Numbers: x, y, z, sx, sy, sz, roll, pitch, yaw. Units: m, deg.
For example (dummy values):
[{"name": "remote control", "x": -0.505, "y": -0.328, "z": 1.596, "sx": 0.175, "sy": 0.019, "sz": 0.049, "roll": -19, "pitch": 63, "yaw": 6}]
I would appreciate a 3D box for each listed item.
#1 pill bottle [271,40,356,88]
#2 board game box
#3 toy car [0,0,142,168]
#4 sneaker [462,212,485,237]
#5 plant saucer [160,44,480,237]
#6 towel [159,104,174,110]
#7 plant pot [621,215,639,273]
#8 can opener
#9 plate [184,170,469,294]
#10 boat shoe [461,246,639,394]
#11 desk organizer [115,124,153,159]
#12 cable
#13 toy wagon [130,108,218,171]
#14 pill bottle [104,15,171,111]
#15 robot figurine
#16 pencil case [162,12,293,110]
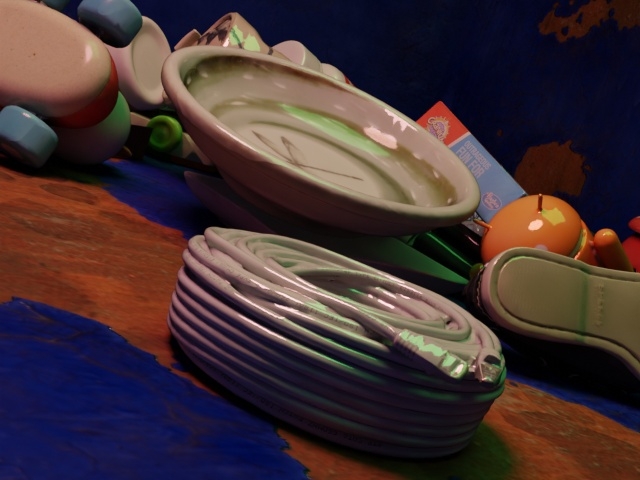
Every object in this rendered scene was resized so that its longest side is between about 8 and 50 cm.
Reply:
[{"name": "pill bottle", "x": 0.009, "y": -0.181, "z": 1.705, "sx": 0.283, "sy": 0.161, "sz": 0.161, "roll": 42, "pitch": -5, "yaw": -36}, {"name": "board game box", "x": 0.279, "y": -0.034, "z": 1.492, "sx": 0.316, "sy": 0.064, "sz": 0.242, "roll": 38, "pitch": 14, "yaw": -42}, {"name": "toy car", "x": -0.319, "y": -0.171, "z": 1.295, "sx": 0.210, "sy": 0.219, "sz": 0.238, "roll": 23, "pitch": -19, "yaw": 21}, {"name": "sneaker", "x": 0.253, "y": -0.039, "z": 1.788, "sx": 0.104, "sy": 0.125, "sz": 0.262, "roll": 18, "pitch": 10, "yaw": -17}, {"name": "plant saucer", "x": -0.009, "y": -0.099, "z": 1.251, "sx": 0.400, "sy": 0.100, "sz": 0.400, "roll": 21, "pitch": 24, "yaw": -10}, {"name": "towel", "x": -0.177, "y": -0.227, "z": 1.825, "sx": 0.370, "sy": 0.040, "sz": 0.271, "roll": 14, "pitch": 11, "yaw": -39}, {"name": "plant pot", "x": 0.554, "y": 0.063, "z": 1.701, "sx": 0.191, "sy": 0.174, "sz": 0.191, "roll": 20, "pitch": 12, "yaw": -4}, {"name": "can opener", "x": 0.158, "y": -0.013, "z": 1.374, "sx": 0.283, "sy": 0.076, "sz": 0.095, "roll": 36, "pitch": -28, "yaw": 24}, {"name": "plate", "x": 0.000, "y": 0.000, "z": 1.283, "sx": 0.278, "sy": 0.045, "sz": 0.277, "roll": 13, "pitch": 13, "yaw": -38}, {"name": "boat shoe", "x": 0.305, "y": 0.101, "z": 1.145, "sx": 0.340, "sy": 0.127, "sz": 0.113, "roll": 15, "pitch": -16, "yaw": -17}, {"name": "desk organizer", "x": -0.294, "y": -0.148, "z": 1.492, "sx": 0.047, "sy": 0.050, "sz": 0.130, "roll": 24, "pitch": 10, "yaw": 21}, {"name": "cable", "x": 0.014, "y": 0.069, "z": 0.793, "sx": 0.257, "sy": 0.089, "sz": 0.257, "roll": 22, "pitch": 9, "yaw": 14}, {"name": "toy wagon", "x": -0.294, "y": -0.200, "z": 1.744, "sx": 0.344, "sy": 0.068, "sz": 0.267, "roll": 22, "pitch": 9, "yaw": 14}, {"name": "pill bottle", "x": -0.338, "y": -0.240, "z": 1.508, "sx": 0.229, "sy": 0.131, "sz": 0.131, "roll": -4, "pitch": 0, "yaw": 23}, {"name": "robot figurine", "x": 0.268, "y": 0.037, "z": 1.235, "sx": 0.219, "sy": 0.128, "sz": 0.158, "roll": 50, "pitch": -11, "yaw": -29}, {"name": "pencil case", "x": -0.026, "y": -0.158, "z": 1.508, "sx": 0.410, "sy": 0.160, "sz": 0.183, "roll": 33, "pitch": 4, "yaw": -19}]
